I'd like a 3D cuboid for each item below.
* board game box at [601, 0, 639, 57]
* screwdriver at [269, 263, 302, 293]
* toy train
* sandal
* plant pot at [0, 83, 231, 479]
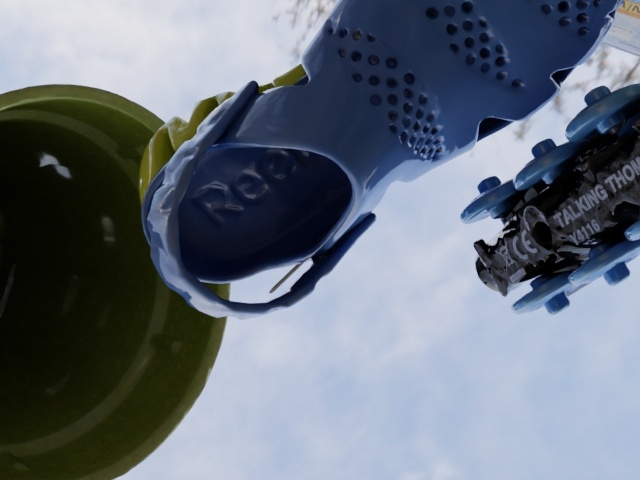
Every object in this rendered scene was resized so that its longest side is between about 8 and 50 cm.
[{"bbox_3d":[0.249,-0.252,1.040,0.318,0.318,0.066,19,-115,-7],"label":"board game box"},{"bbox_3d":[0.000,0.000,1.347,0.024,0.170,0.025,15,-130,-37],"label":"screwdriver"},{"bbox_3d":[0.147,-0.025,0.692,0.105,0.184,0.080,-22,-102,-32],"label":"toy train"},{"bbox_3d":[0.024,-0.060,0.698,0.126,0.138,0.317,42,-64,-13],"label":"sandal"},{"bbox_3d":[-0.250,0.024,1.025,0.276,0.254,0.276,-6,-81,-41],"label":"plant pot"}]
